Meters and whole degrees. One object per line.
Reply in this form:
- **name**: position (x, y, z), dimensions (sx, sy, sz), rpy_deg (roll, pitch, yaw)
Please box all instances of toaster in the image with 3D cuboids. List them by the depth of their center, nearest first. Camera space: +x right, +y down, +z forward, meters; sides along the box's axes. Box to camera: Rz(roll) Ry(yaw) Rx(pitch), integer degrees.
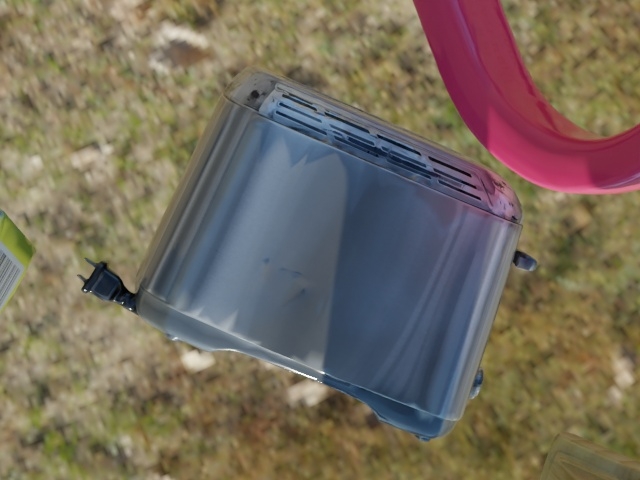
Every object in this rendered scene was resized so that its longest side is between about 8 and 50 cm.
- **toaster**: position (0.000, 0.000, 1.000), dimensions (0.227, 0.129, 0.146), rpy_deg (23, 95, -7)

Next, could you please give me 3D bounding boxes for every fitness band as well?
- **fitness band**: position (0.124, -0.166, 0.905), dimensions (0.054, 0.290, 0.209), rpy_deg (-5, 162, -41)

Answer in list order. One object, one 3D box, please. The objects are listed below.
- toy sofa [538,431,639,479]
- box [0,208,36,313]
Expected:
- **toy sofa**: position (0.089, 0.191, 0.675), dimensions (0.362, 0.177, 0.150), rpy_deg (-7, 116, -65)
- **box**: position (-0.264, -0.014, 0.925), dimensions (0.087, 0.232, 0.058), rpy_deg (-63, 162, -14)
